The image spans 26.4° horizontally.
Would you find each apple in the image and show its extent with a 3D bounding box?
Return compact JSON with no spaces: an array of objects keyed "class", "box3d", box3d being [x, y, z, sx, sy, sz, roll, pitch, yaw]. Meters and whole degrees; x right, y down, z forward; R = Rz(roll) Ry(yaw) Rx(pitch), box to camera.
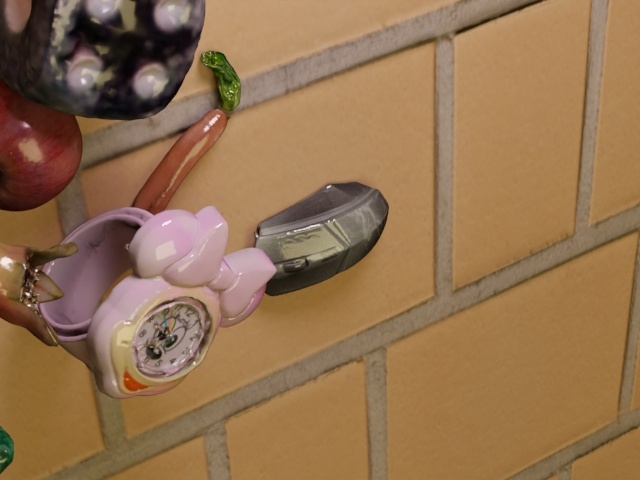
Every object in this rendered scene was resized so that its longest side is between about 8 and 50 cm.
[{"class":"apple","box3d":[-0.331,-0.108,1.479,0.120,0.153,0.153,-54,146,-40]}]

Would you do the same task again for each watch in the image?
[{"class":"watch","box3d":[-0.220,0.046,1.622,0.248,0.217,0.211,-50,137,-6]}]

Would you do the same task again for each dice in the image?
[{"class":"dice","box3d":[-0.240,-0.240,1.432,0.183,0.181,0.182,2,119,-39]}]

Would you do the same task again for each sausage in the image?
[{"class":"sausage","box3d":[-0.175,-0.091,1.688,0.176,0.040,0.047,-53,135,3]}]

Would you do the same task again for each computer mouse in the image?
[{"class":"computer mouse","box3d":[0.002,0.003,1.869,0.231,0.071,0.126,-27,132,-20]}]

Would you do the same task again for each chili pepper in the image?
[{"class":"chili pepper","box3d":[-0.118,-0.197,1.667,0.034,0.030,0.091,-18,131,3]}]

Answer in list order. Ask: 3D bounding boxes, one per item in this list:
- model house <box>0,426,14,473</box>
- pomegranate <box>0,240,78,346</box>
[{"class":"model house","box3d":[-0.515,0.178,1.457,0.230,0.280,0.248,-42,124,-13]},{"class":"pomegranate","box3d":[-0.410,0.005,1.344,0.291,0.323,0.290,15,90,-85]}]
